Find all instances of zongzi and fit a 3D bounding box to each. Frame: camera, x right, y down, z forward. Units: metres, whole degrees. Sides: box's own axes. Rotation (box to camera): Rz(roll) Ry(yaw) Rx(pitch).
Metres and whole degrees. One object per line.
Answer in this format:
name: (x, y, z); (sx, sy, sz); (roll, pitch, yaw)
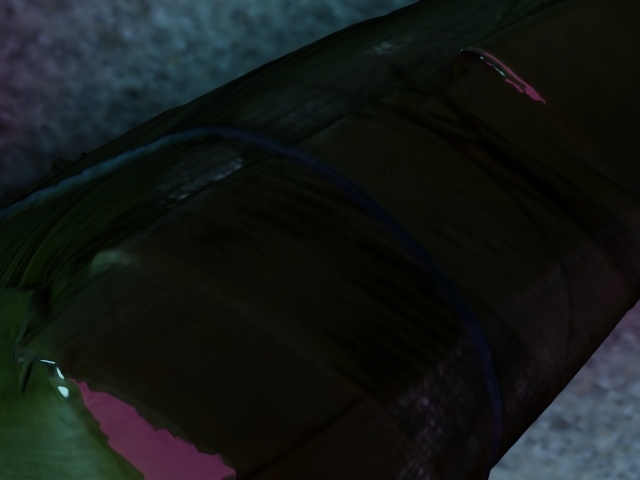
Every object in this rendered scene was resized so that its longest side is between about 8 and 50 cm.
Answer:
zongzi: (0.000, 0.000, 0.564); (0.125, 0.274, 0.251); (57, 150, -14)
